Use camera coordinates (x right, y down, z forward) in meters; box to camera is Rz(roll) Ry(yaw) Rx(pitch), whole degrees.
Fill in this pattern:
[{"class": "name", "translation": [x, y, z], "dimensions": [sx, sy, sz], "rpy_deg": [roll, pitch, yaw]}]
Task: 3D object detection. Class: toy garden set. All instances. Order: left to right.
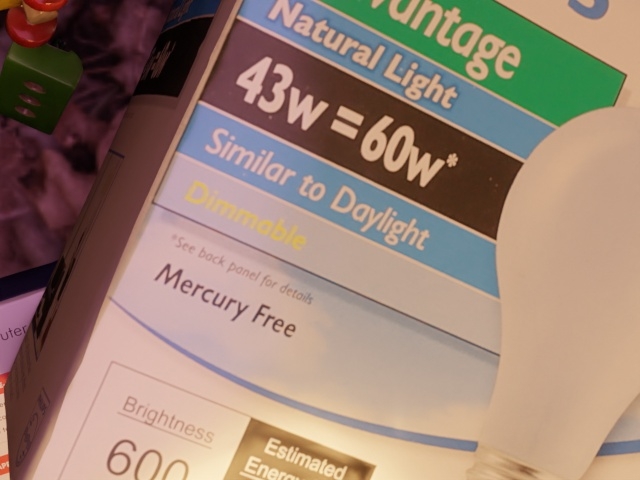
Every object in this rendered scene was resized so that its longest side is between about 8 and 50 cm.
[{"class": "toy garden set", "translation": [-0.244, -0.156, 0.654], "dimensions": [0.244, 0.204, 0.049], "rpy_deg": [24, 73, -15]}]

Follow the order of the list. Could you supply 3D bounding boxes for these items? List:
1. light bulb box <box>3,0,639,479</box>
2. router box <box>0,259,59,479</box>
[{"class": "light bulb box", "translation": [0.056, 0.008, 0.665], "dimensions": [0.358, 0.225, 0.361], "rpy_deg": [23, 90, -18]}, {"class": "router box", "translation": [-0.281, 0.207, 0.766], "dimensions": [0.335, 0.082, 0.301], "rpy_deg": [-17, 103, -8]}]
